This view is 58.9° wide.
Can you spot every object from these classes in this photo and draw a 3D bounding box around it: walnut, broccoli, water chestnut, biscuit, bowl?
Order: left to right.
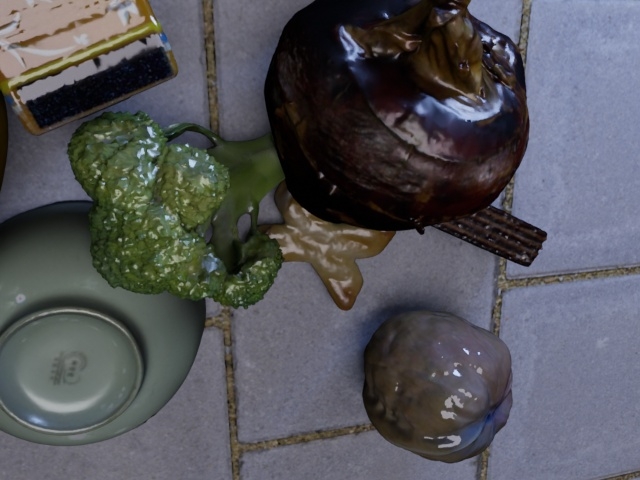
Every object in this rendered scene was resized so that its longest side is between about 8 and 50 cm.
[{"bbox_3d":[-0.326,0.134,0.761,0.354,0.185,0.353,-5,107,-15],"label":"bowl"},{"bbox_3d":[-0.134,-0.044,0.689,0.303,0.186,0.253,-9,73,-22],"label":"broccoli"},{"bbox_3d":[0.000,0.001,0.889,0.208,0.047,0.164,28,98,-21],"label":"biscuit"},{"bbox_3d":[0.105,-0.181,0.676,0.336,0.334,0.347,3,149,-17],"label":"water chestnut"},{"bbox_3d":[0.184,0.229,0.915,0.249,0.248,0.248,-5,107,-15],"label":"walnut"},{"bbox_3d":[0.234,-0.039,0.914,0.252,0.106,0.070,22,101,-20],"label":"biscuit"}]

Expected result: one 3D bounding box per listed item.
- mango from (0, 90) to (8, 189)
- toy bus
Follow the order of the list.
[{"bbox_3d":[-0.473,-0.050,0.579,0.446,0.232,0.299,-34,72,30],"label":"mango"},{"bbox_3d":[-0.272,-0.226,0.591,0.162,0.323,0.194,-29,114,-14],"label":"toy bus"}]
